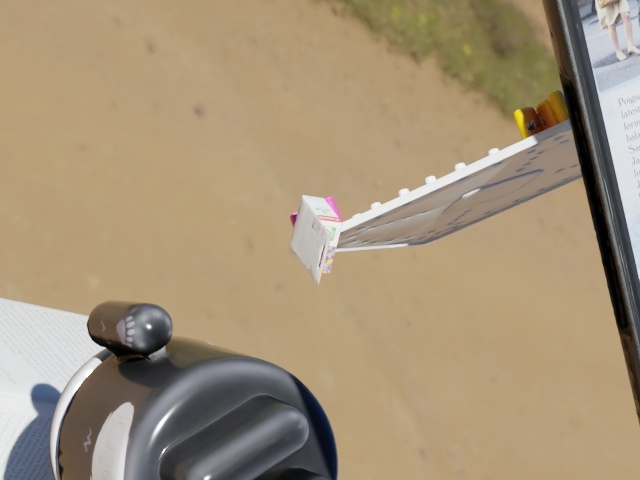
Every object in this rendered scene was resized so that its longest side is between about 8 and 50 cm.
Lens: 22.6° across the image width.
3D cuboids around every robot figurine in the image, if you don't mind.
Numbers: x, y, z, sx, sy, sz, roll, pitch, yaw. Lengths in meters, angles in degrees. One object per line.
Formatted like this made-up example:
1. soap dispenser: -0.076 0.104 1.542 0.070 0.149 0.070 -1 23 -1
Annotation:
1. robot figurine: -0.093 0.158 1.176 0.173 0.278 0.209 12 87 -27

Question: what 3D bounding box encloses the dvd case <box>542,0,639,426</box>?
1. dvd case: 0.194 -0.043 0.671 0.022 0.180 0.253 -135 -153 -67

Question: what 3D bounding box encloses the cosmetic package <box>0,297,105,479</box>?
1. cosmetic package: -0.325 0.185 1.760 0.453 0.161 0.230 17 18 -50

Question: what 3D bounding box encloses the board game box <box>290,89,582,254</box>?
1. board game box: 0.205 -0.081 1.969 0.390 0.390 0.050 -5 73 -62

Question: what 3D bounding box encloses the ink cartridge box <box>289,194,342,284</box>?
1. ink cartridge box: 0.000 0.000 1.764 0.029 0.063 0.115 7 20 -21
